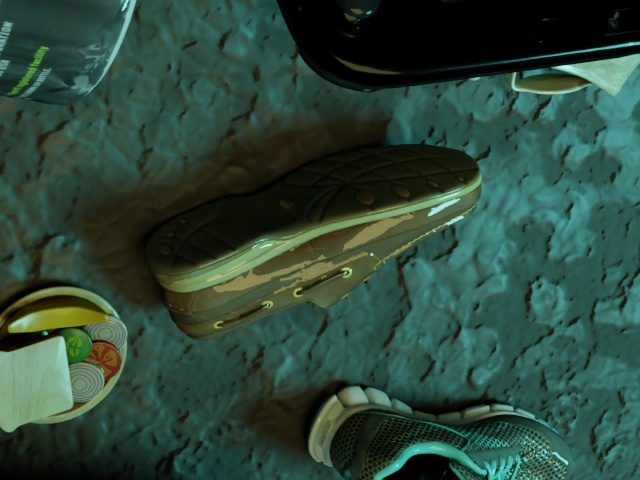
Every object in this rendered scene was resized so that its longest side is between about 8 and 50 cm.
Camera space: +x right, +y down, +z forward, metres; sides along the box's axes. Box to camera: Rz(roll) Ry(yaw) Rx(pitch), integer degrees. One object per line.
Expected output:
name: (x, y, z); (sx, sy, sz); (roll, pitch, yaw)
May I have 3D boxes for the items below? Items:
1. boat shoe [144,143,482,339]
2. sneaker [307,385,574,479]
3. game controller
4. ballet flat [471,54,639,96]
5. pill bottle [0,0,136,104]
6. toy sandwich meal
boat shoe: (0.000, 0.000, 1.000); (0.178, 0.064, 0.060); (-19, 124, -9)
sneaker: (0.076, 0.129, 1.081); (0.166, 0.076, 0.065); (7, 110, -27)
game controller: (0.118, -0.167, 0.942); (0.319, 0.067, 0.166); (-10, 87, -22)
ballet flat: (0.097, -0.102, 1.001); (0.168, 0.057, 0.052); (8, 122, -26)
pill bottle: (-0.205, -0.137, 0.800); (0.245, 0.130, 0.130); (8, 109, -28)
toy sandwich meal: (-0.135, 0.062, 0.981); (0.085, 0.029, 0.086); (-10, 116, -21)
